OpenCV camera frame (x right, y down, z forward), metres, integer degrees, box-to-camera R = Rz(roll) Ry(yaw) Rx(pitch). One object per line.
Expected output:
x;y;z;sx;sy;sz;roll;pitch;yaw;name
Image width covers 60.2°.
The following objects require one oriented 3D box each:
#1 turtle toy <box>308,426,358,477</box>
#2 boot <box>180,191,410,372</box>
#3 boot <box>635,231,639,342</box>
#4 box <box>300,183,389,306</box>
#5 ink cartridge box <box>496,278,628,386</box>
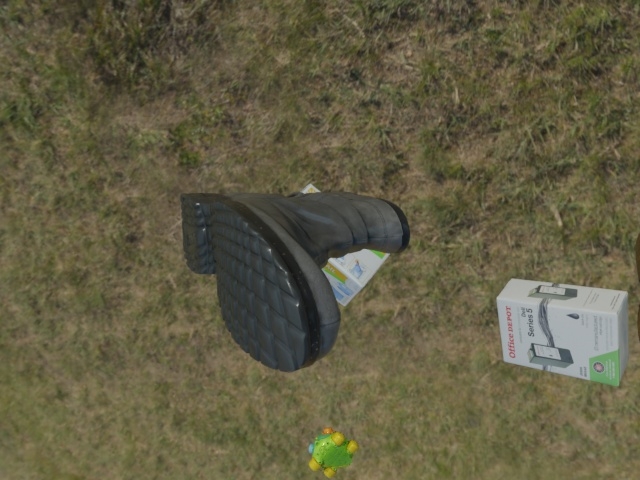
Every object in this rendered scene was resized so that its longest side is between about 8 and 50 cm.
0.028;0.440;1.157;0.095;0.066;0.130;-48;126;1;turtle toy
0.000;0.000;0.546;0.223;0.338;0.118;-6;111;-23;boot
0.609;0.107;0.860;0.204;0.261;0.095;12;154;-5;boot
0.013;0.010;1.044;0.203;0.103;0.114;39;151;5;box
0.584;0.214;1.339;0.273;0.115;0.198;5;117;39;ink cartridge box
